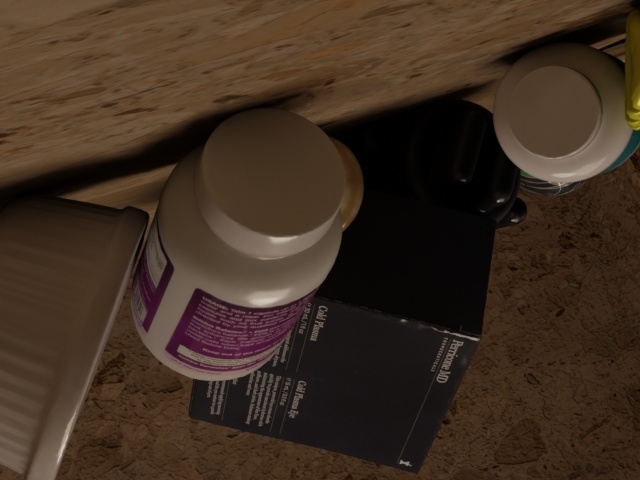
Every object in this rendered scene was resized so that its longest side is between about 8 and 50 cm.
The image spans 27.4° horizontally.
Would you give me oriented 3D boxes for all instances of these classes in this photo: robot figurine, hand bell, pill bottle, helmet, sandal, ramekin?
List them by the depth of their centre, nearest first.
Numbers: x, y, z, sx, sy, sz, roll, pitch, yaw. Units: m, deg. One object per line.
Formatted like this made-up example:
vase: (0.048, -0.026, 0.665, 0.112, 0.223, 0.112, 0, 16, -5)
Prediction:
ramekin: (-0.260, 0.080, 1.210, 0.127, 0.273, 0.273, 21, 174, -7)
pill bottle: (-0.075, 0.006, 1.218, 0.169, 0.169, 0.301, -17, 161, -24)
sandal: (0.384, -0.164, 1.307, 0.138, 0.126, 0.317, 3, -177, 26)
hand bell: (-0.050, -0.071, 1.352, 0.126, 0.126, 0.242, -18, 168, 16)
pill bottle: (0.268, -0.136, 1.402, 0.146, 0.146, 0.264, -18, 180, 19)
robot figurine: (0.141, -0.076, 1.666, 0.173, 0.209, 0.278, -32, -174, -28)
helmet: (0.382, -0.153, 2.211, 0.169, 0.162, 0.169, -18, 179, 0)

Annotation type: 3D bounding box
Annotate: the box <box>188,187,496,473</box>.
box: (0.019, 0.103, 1.619, 0.312, 0.179, 0.343, 15, 142, 0)

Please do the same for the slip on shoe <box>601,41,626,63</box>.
slip on shoe: (0.353, -0.185, 1.685, 0.123, 0.101, 0.331, -19, -178, -34)
